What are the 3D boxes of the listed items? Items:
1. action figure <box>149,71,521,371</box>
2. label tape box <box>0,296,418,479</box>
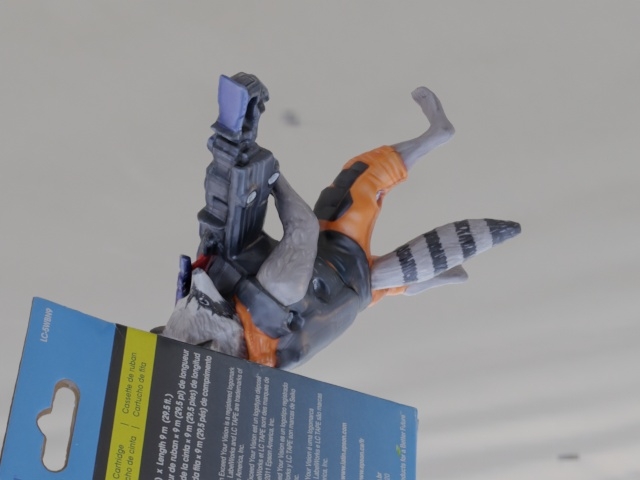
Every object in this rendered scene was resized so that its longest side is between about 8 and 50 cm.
[{"bbox_3d":[0.000,0.000,1.573,0.330,0.178,0.341,-33,147,-27],"label":"action figure"},{"bbox_3d":[-0.094,0.205,1.426,0.334,0.240,0.106,18,134,-14],"label":"label tape box"}]
